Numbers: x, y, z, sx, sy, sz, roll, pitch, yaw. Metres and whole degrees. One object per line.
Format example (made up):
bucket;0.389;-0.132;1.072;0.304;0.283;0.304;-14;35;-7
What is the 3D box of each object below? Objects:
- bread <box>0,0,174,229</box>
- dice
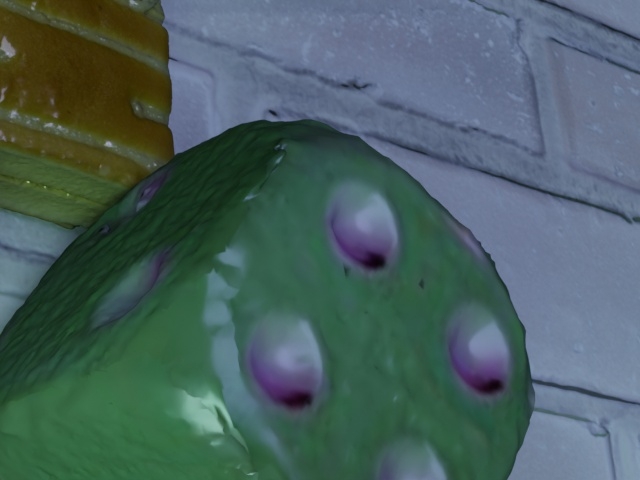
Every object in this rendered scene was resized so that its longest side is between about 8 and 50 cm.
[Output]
bread;-0.243;-0.147;1.534;0.246;0.111;0.239;20;57;-35
dice;-0.051;0.116;1.396;0.322;0.318;0.330;46;50;-20
